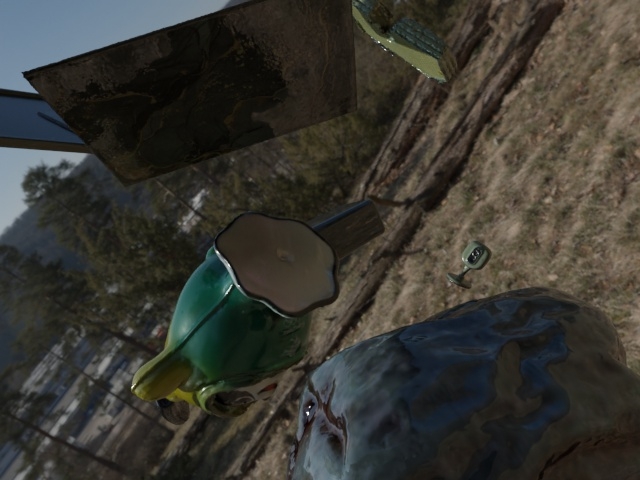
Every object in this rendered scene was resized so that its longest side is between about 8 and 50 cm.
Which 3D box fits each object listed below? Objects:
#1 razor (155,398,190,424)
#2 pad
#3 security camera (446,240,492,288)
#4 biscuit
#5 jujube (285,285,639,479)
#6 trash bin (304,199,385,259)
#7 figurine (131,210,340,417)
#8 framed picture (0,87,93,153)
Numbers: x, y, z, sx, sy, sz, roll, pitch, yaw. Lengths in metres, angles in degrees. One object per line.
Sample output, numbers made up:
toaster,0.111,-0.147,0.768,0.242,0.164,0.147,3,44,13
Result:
razor,-0.334,0.355,1.130,0.054,0.148,0.090,-14,58,-7
pad,-0.129,-0.183,0.643,0.368,0.007,0.247,-18,-23,-2
security camera,0.294,0.045,0.994,0.058,0.058,0.092,-106,38,-67
biscuit,0.146,-0.364,0.906,0.046,0.147,0.250,-50,64,11
jujube,0.117,0.167,0.409,0.308,0.215,0.246,-19,-14,-8
trash bin,0.000,0.000,1.089,0.236,0.101,0.177,-29,8,-23
figurine,-0.127,0.131,0.798,0.324,0.231,0.340,-15,-32,-48
framed picture,-0.435,-0.199,0.834,0.289,0.211,0.020,43,126,49
